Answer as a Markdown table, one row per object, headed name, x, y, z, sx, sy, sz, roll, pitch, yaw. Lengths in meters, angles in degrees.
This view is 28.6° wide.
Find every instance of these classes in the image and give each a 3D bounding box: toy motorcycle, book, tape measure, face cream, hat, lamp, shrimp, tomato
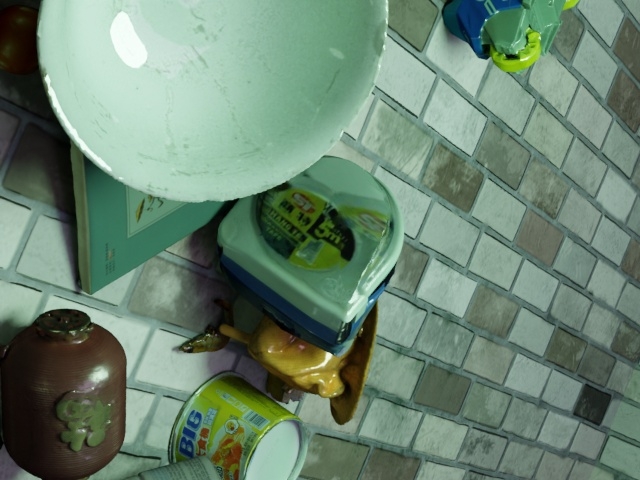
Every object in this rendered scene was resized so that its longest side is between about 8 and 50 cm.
| name | x | y | z | sx | sy | sz | roll | pitch | yaw |
| --- | --- | --- | --- | --- | --- | --- | --- | --- | --- |
| toy motorcycle | 0.338 | -0.437 | 2.261 | 0.326 | 0.199 | 0.191 | -64 | 146 | -27 |
| book | -0.203 | -0.107 | 1.799 | 0.379 | 0.031 | 0.264 | -33 | 140 | -41 |
| tape measure | -0.001 | 0.001 | 1.928 | 0.262 | 0.259 | 0.138 | -51 | 168 | -21 |
| face cream | -0.221 | 0.431 | 1.921 | 0.152 | 0.177 | 0.177 | -14 | 123 | -16 |
| hat | -0.053 | 0.165 | 2.030 | 0.244 | 0.233 | 0.234 | 138 | -38 | -70 |
| lamp | -0.350 | 0.216 | 1.684 | 0.180 | 0.180 | 0.258 | -21 | 124 | -47 |
| shrimp | -0.180 | 0.142 | 1.997 | 0.127 | 0.025 | 0.091 | -22 | 125 | -52 |
| tomato | -0.362 | -0.242 | 1.503 | 0.075 | 0.087 | 0.087 | 16 | 96 | -20 |

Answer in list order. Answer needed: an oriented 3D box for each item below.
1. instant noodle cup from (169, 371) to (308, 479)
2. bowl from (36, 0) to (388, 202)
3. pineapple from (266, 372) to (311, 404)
| name | x | y | z | sx | sy | sz | roll | pitch | yaw |
| --- | --- | --- | --- | --- | --- | --- | --- | --- | --- |
| instant noodle cup | -0.124 | 0.332 | 2.064 | 0.205 | 0.153 | 0.205 | -28 | 128 | -44 |
| bowl | -0.149 | -0.280 | 1.558 | 0.434 | 0.196 | 0.435 | -10 | 119 | -18 |
| pineapple | -0.013 | 0.172 | 2.200 | 0.135 | 0.079 | 0.233 | -1 | 114 | -44 |
